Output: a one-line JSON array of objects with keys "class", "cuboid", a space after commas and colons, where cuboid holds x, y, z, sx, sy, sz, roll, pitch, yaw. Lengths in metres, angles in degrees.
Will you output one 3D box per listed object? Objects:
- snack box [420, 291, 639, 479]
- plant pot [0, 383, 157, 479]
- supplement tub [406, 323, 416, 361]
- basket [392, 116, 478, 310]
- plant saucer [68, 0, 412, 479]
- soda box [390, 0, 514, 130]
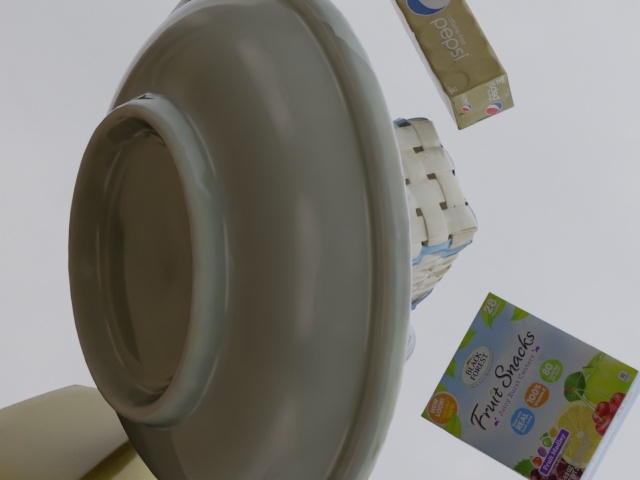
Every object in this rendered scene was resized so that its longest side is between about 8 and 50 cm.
[{"class": "snack box", "cuboid": [0.251, 0.185, 1.909, 0.207, 0.070, 0.174, 28, -91, 25]}, {"class": "plant pot", "cuboid": [-0.193, 0.230, 1.304, 0.212, 0.187, 0.212, 4, -57, 39]}, {"class": "supplement tub", "cuboid": [0.071, 0.108, 1.914, 0.107, 0.071, 0.071, 52, 15, -68]}, {"class": "basket", "cuboid": [0.000, 0.000, 1.582, 0.289, 0.255, 0.201, -44, -115, 49]}, {"class": "plant saucer", "cuboid": [-0.086, 0.013, 1.086, 0.400, 0.101, 0.400, 2, -88, 59]}, {"class": "soda box", "cuboid": [0.122, -0.197, 1.564, 0.058, 0.061, 0.181, 64, 1, -57]}]
